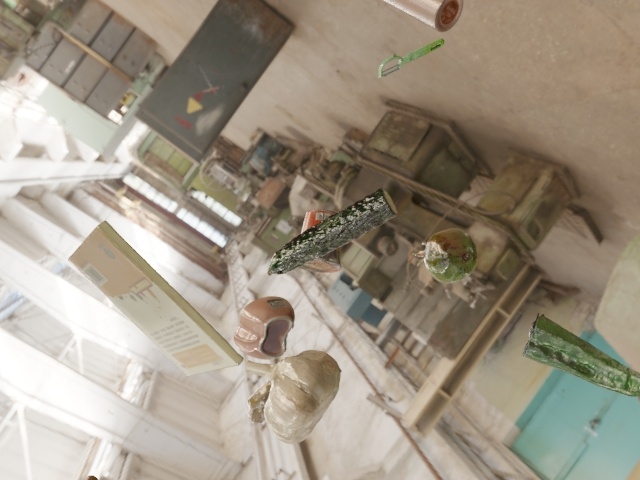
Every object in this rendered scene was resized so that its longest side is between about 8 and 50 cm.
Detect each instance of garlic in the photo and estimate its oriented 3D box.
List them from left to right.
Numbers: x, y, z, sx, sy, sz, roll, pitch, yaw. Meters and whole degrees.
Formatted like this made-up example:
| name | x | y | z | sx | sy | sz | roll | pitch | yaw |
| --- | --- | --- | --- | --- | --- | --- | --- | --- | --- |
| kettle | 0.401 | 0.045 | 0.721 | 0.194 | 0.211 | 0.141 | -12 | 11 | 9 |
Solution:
| name | x | y | z | sx | sy | sz | roll | pitch | yaw |
| --- | --- | --- | --- | --- | --- | --- | --- | --- | --- |
| garlic | -0.075 | 0.331 | 1.293 | 0.212 | 0.219 | 0.218 | 30 | 178 | 14 |

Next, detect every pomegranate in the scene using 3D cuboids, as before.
| name | x | y | z | sx | sy | sz | roll | pitch | yaw |
| --- | --- | --- | --- | --- | --- | --- | --- | --- | --- |
| pomegranate | 0.406 | 0.048 | 1.856 | 0.181 | 0.182 | 0.224 | 36 | 163 | -29 |

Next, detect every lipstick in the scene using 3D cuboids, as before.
| name | x | y | z | sx | sy | sz | roll | pitch | yaw |
| --- | --- | --- | --- | --- | --- | --- | --- | --- | --- |
| lipstick | 0.147 | -0.467 | 1.037 | 0.254 | 0.070 | 0.070 | 45 | -176 | 32 |

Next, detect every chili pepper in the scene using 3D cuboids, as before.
| name | x | y | z | sx | sy | sz | roll | pitch | yaw |
| --- | --- | --- | --- | --- | --- | --- | --- | --- | --- |
| chili pepper | 0.475 | 0.209 | 0.982 | 0.226 | 0.088 | 0.059 | 22 | -169 | 19 |

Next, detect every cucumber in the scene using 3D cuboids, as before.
| name | x | y | z | sx | sy | sz | roll | pitch | yaw |
| --- | --- | --- | --- | --- | --- | --- | --- | --- | --- |
| cucumber | 0.015 | -0.010 | 1.136 | 0.068 | 0.293 | 0.067 | 58 | -169 | -18 |

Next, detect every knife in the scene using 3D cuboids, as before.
| name | x | y | z | sx | sy | sz | roll | pitch | yaw |
| --- | --- | --- | --- | --- | --- | --- | --- | --- | --- |
| knife | 0.236 | -0.481 | 1.446 | 0.015 | 0.212 | 0.054 | 49 | 159 | 35 |

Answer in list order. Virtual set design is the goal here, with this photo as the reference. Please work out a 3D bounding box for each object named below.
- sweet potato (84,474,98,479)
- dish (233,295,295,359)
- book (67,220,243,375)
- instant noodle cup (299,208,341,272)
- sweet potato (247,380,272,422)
| name | x | y | z | sx | sy | sz | roll | pitch | yaw |
| --- | --- | --- | --- | --- | --- | --- | --- | --- | --- |
| sweet potato | -0.512 | 0.541 | 1.033 | 0.058 | 0.078 | 0.255 | 18 | -149 | 33 |
| dish | -0.152 | 0.280 | 1.724 | 0.213 | 0.213 | 0.090 | 36 | 175 | -37 |
| book | -0.274 | 0.109 | 0.907 | 0.295 | 0.020 | 0.208 | 48 | 143 | -13 |
| instant noodle cup | -0.002 | 0.000 | 1.392 | 0.127 | 0.136 | 0.127 | 6 | 162 | 2 |
| sweet potato | -0.157 | 0.428 | 1.482 | 0.062 | 0.081 | 0.233 | 38 | 148 | 12 |
